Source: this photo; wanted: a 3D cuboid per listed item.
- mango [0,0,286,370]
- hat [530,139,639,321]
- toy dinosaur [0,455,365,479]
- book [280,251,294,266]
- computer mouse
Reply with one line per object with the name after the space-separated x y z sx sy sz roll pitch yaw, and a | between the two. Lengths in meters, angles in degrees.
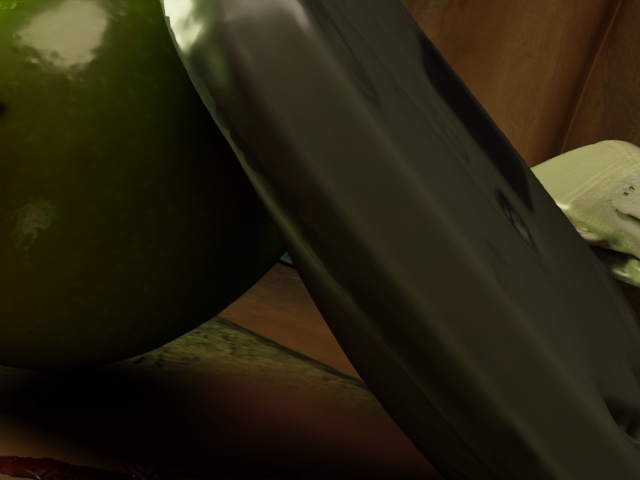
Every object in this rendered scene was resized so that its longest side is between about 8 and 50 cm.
-0.088 -0.028 0.550 0.143 0.175 0.293 34 12 19 | mango
0.107 -0.010 0.729 0.226 0.164 0.219 34 -24 7 | hat
-0.015 0.100 0.415 0.220 0.032 0.108 17 12 0 | toy dinosaur
0.000 0.000 1.027 0.269 0.025 0.191 22 11 11 | book
0.044 0.013 0.489 0.331 0.095 0.197 50 17 -21 | computer mouse
